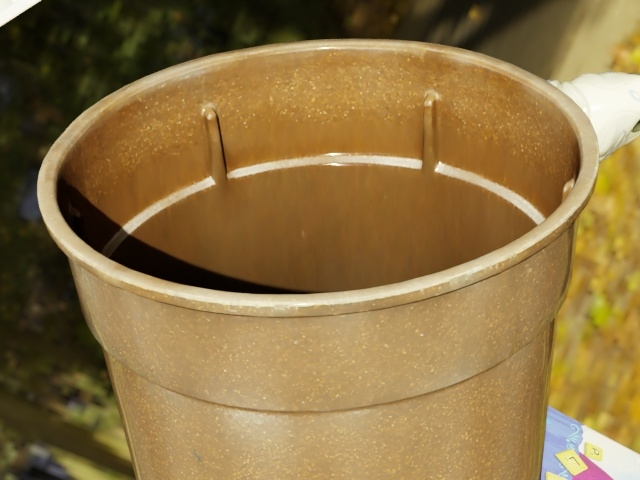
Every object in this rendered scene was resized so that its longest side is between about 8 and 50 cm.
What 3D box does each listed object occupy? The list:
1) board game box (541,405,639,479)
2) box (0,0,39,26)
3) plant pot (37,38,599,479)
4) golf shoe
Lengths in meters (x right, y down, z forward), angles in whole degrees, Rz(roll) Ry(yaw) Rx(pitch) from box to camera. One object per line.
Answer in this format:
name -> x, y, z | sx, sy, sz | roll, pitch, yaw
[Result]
board game box -> 0.204, 0.276, 1.153 | 0.066, 0.318, 0.319 | -62, 1, 40
box -> -0.208, -0.164, 1.025 | 0.203, 0.103, 0.114 | -34, 22, -7
plant pot -> 0.005, 0.045, 0.603 | 0.167, 0.167, 0.165 | -76, -16, -60
golf shoe -> 0.181, -0.074, 1.223 | 0.176, 0.086, 0.069 | -9, -97, -82
